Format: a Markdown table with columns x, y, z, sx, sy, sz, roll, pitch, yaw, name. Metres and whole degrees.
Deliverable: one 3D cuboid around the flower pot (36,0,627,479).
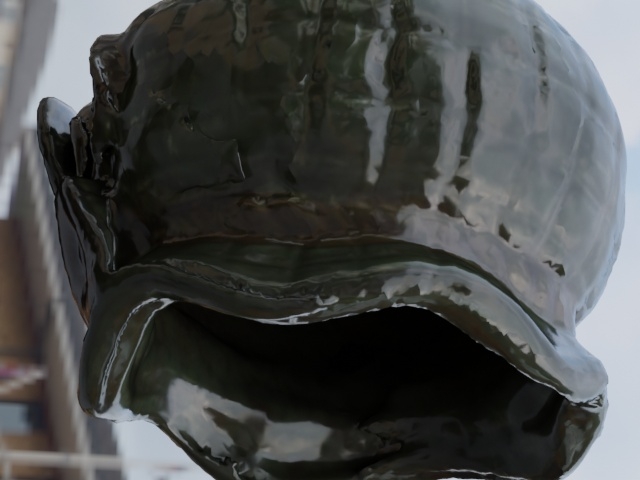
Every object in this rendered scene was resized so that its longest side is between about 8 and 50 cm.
| x | y | z | sx | sy | sz | roll | pitch | yaw | name |
| --- | --- | --- | --- | --- | --- | --- | --- | --- | --- |
| 0.000 | 0.000 | 0.952 | 0.302 | 0.302 | 0.213 | 129 | -30 | -57 | flower pot |
